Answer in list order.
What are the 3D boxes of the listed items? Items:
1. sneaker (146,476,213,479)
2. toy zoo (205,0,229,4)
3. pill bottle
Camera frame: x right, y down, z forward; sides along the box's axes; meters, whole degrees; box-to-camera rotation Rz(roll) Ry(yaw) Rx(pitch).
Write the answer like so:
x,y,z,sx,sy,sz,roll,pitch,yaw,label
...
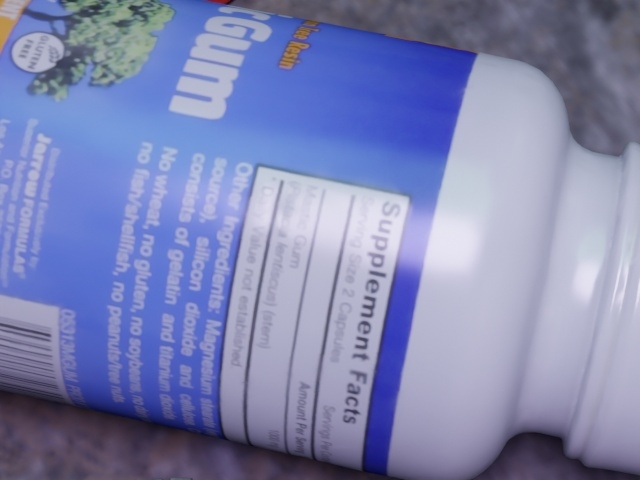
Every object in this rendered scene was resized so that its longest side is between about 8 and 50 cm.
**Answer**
x,y,z,sx,sy,sz,roll,pitch,yaw,label
-0.088,0.134,0.513,0.162,0.063,0.073,-24,76,-13,sneaker
-0.102,-0.179,0.745,0.192,0.030,0.293,36,61,22,toy zoo
0.000,0.000,0.543,0.272,0.152,0.152,11,54,6,pill bottle
